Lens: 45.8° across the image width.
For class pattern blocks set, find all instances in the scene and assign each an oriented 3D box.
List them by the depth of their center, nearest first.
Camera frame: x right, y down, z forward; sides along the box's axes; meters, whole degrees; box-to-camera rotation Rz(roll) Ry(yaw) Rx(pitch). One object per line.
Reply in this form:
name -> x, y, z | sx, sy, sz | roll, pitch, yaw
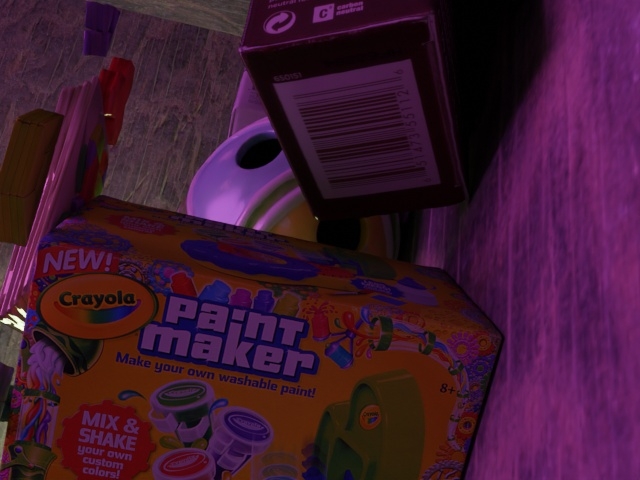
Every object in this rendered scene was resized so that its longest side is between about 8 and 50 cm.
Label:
pattern blocks set -> -0.193, -0.018, 0.569 | 0.285, 0.026, 0.325 | 148, 135, -80

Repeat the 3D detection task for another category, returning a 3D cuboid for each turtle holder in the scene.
turtle holder -> -0.034, 0.002, 0.798 | 0.227, 0.243, 0.320 | -53, 7, 34

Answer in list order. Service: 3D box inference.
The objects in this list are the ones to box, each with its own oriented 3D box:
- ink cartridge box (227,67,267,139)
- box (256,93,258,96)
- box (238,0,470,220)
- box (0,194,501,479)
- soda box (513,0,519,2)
ink cartridge box -> -0.029, -0.190, 1.201 | 0.289, 0.211, 0.121 | -88, 10, -59
box -> 0.023, -0.293, 1.045 | 0.059, 0.183, 0.232 | -128, 50, -80
box -> 0.049, -0.224, 0.657 | 0.191, 0.143, 0.381 | 65, -157, -50
box -> -0.063, 0.141, 0.563 | 0.177, 0.290, 0.279 | -109, 31, -77
soda box -> 0.135, -0.261, 0.589 | 0.053, 0.060, 0.169 | 112, 169, -52
